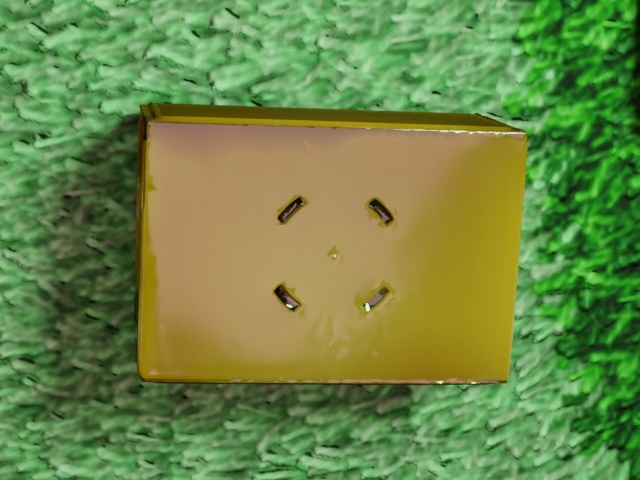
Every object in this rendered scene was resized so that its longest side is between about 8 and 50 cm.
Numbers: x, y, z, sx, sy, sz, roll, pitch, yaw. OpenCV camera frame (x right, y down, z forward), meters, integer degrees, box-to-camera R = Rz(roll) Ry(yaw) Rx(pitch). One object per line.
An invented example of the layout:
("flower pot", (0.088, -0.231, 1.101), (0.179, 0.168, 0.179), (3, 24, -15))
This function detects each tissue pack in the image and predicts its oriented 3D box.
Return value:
("tissue pack", (0.000, 0.000, 1.165), (0.274, 0.145, 0.194), (2, 100, -8))
